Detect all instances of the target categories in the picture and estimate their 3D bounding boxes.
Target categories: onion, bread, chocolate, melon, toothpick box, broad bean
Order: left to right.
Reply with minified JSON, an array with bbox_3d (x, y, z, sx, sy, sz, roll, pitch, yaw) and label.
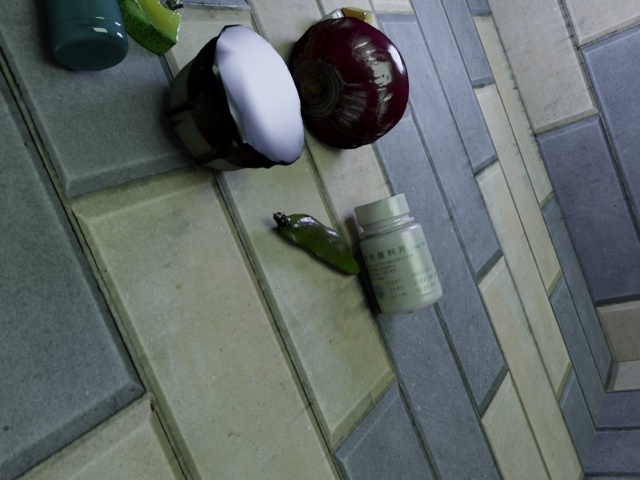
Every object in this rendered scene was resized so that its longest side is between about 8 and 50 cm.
[{"bbox_3d":[-0.392,-0.386,0.941,0.120,0.120,0.184,-4,76,-52],"label":"toothpick box"},{"bbox_3d":[-0.341,-0.459,1.084,0.209,0.064,0.118,55,36,-26],"label":"melon"},{"bbox_3d":[-0.175,-0.248,1.107,0.284,0.186,0.283,39,43,-48],"label":"chocolate"},{"bbox_3d":[0.000,0.000,1.331,0.339,0.061,0.077,31,61,-41],"label":"broad bean"},{"bbox_3d":[0.084,-0.413,1.451,0.282,0.260,0.336,-11,85,-48],"label":"onion"},{"bbox_3d":[0.113,-0.664,1.777,0.084,0.080,0.109,-43,146,-50],"label":"bread"}]

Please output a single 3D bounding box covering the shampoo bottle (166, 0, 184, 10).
[{"bbox_3d":[-0.336,-0.555,1.130,0.207,0.057,0.063,62,34,-16],"label":"shampoo bottle"}]

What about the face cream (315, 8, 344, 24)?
[{"bbox_3d":[0.085,-0.516,1.629,0.269,0.082,0.082,58,39,-20],"label":"face cream"}]

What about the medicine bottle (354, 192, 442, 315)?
[{"bbox_3d":[0.195,0.034,1.475,0.170,0.170,0.292,-18,92,-53],"label":"medicine bottle"}]
